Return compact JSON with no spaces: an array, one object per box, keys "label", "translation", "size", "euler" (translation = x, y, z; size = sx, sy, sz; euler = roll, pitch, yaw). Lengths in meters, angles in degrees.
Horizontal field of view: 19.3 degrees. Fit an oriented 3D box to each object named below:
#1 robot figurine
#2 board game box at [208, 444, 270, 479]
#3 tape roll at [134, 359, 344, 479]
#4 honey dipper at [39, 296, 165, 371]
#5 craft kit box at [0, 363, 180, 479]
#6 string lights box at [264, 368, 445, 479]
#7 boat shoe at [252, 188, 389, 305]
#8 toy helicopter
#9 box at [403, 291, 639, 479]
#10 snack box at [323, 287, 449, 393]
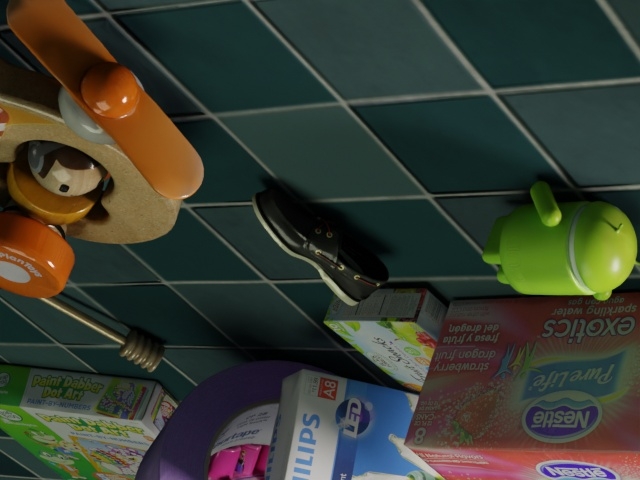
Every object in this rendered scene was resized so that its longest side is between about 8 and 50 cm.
[{"label":"robot figurine","translation":[0.175,0.006,1.349],"size":[0.115,0.067,0.101],"euler":[-2,139,39]},{"label":"board game box","translation":[0.036,0.354,1.855],"size":[0.390,0.390,0.050],"euler":[20,120,0]},{"label":"tape roll","translation":[-0.033,0.251,1.744],"size":[0.275,0.275,0.090],"euler":[24,141,-10]},{"label":"honey dipper","translation":[-0.227,0.079,1.846],"size":[0.161,0.030,0.030],"euler":[31,153,-17]},{"label":"craft kit box","translation":[-0.231,0.223,2.116],"size":[0.250,0.061,0.246],"euler":[3,148,32]},{"label":"string lights box","translation":[0.085,0.210,1.690],"size":[0.260,0.133,0.077],"euler":[13,166,-14]},{"label":"boat shoe","translation":[0.000,-0.001,1.499],"size":[0.042,0.049,0.133],"euler":[-35,119,28]},{"label":"toy helicopter","translation":[-0.232,-0.107,1.346],"size":[0.235,0.140,0.355],"euler":[-9,141,43]},{"label":"box","translation":[0.238,0.136,1.481],"size":[0.300,0.142,0.154],"euler":[-4,146,41]},{"label":"snack box","translation":[0.084,0.088,1.620],"size":[0.100,0.037,0.141],"euler":[-1,150,41]}]
